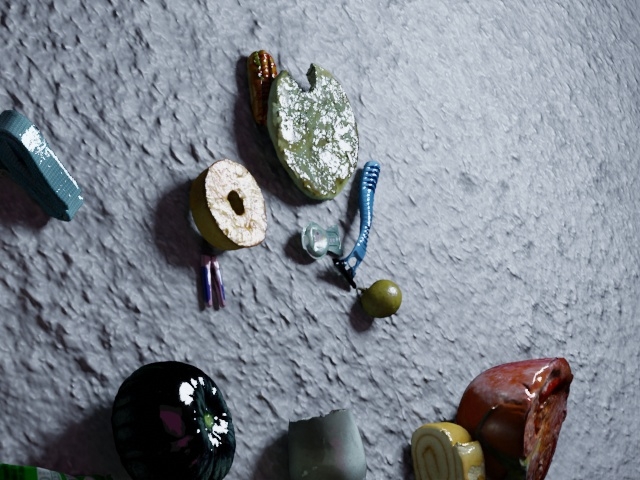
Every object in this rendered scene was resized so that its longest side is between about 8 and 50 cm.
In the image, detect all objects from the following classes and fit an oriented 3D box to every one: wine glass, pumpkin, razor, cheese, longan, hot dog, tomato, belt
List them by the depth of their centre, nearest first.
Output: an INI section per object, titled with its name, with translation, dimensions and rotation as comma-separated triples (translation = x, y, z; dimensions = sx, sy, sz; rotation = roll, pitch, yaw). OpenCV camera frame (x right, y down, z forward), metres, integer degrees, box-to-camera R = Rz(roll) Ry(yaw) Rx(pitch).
[pumpkin]
translation = -0.204, 0.262, 1.518
dimensions = 0.202, 0.140, 0.202
rotation = 49, 31, -44
[belt]
translation = -0.403, -0.098, 1.520
dimensions = 0.179, 0.100, 0.065
rotation = 58, 41, -33
[wine glass]
translation = 0.017, 0.387, 1.700
dimensions = 0.126, 0.126, 0.241
rotation = 4, 71, -44
[hot dog]
translation = -0.096, -0.261, 1.899
dimensions = 0.062, 0.038, 0.144
rotation = 9, 68, -43
[cheese]
translation = 0.000, 0.000, 1.900
dimensions = 0.120, 0.026, 0.067
rotation = -1, 78, -56
[longan]
translation = 0.103, 0.099, 1.941
dimensions = 0.083, 0.075, 0.075
rotation = 28, 42, 18
[razor]
translation = 0.074, -0.039, 1.975
dimensions = 0.082, 0.042, 0.253
rotation = 52, 39, -43
[tomato]
translation = 0.343, 0.321, 2.019
dimensions = 0.309, 0.170, 0.309
rotation = -46, 144, -50

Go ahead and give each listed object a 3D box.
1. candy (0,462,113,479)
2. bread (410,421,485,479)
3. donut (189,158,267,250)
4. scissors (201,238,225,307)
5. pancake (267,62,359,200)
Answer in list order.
[candy]
translation = -0.333, 0.358, 1.401
dimensions = 0.203, 0.078, 0.141
rotation = 19, 62, -45
[bread]
translation = 0.225, 0.388, 1.905
dimensions = 0.073, 0.122, 0.149
rotation = 4, 73, -47
[donut]
translation = -0.149, -0.052, 1.746
dimensions = 0.152, 0.058, 0.152
rotation = 29, 50, -41
[scissors]
translation = -0.171, 0.050, 1.723
dimensions = 0.039, 0.012, 0.113
rotation = 4, 71, -44
[pancake]
translation = -0.012, -0.189, 1.933
dimensions = 0.253, 0.037, 0.253
rotation = 19, 66, -50
